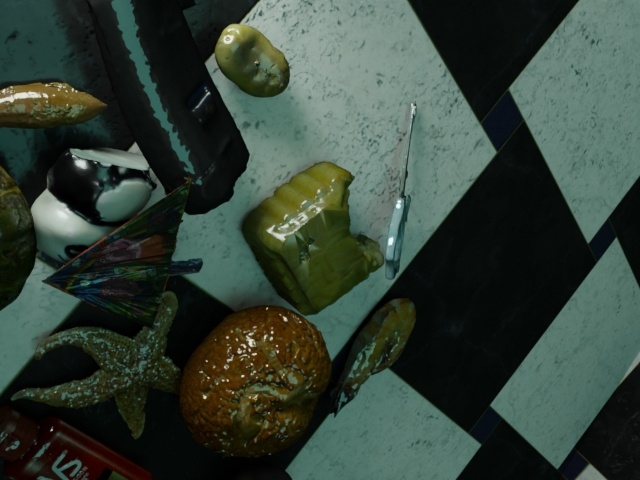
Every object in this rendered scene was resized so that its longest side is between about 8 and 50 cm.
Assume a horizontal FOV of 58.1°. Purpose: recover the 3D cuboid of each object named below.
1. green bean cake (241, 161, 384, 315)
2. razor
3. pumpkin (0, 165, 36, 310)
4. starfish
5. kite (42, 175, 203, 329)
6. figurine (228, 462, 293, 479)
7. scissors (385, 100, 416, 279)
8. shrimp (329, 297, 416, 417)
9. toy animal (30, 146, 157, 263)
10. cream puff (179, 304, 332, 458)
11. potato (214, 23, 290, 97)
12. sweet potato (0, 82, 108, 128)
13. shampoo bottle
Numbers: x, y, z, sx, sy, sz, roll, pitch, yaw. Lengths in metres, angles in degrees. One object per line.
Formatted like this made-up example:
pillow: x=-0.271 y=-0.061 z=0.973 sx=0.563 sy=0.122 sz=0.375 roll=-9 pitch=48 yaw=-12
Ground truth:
green bean cake: x=0.000 y=0.000 z=1.082 sx=0.233 sy=0.124 sz=0.236 roll=-38 pitch=126 yaw=-15
razor: x=-0.209 y=-0.208 z=0.823 sx=0.189 sy=0.107 sz=0.327 roll=-71 pitch=149 yaw=-51
pumpkin: x=-0.477 y=-0.003 z=0.687 sx=0.260 sy=0.189 sz=0.260 roll=-4 pitch=109 yaw=-13
starfish: x=-0.335 y=0.238 z=0.998 sx=0.299 sy=0.060 sz=0.302 roll=-38 pitch=127 yaw=-18
kite: x=-0.280 y=0.037 z=0.840 sx=0.234 sy=0.016 sz=0.321 roll=-5 pitch=135 yaw=-33
figurine: x=-0.191 y=0.613 z=1.167 sx=0.365 sy=0.206 sz=0.218 roll=-35 pitch=112 yaw=-15
scissors: x=0.171 y=-0.103 z=1.175 sx=0.191 sy=0.029 sz=0.360 roll=-12 pitch=111 yaw=-76
shrimp: x=0.125 y=0.272 z=1.329 sx=0.164 sy=0.062 sz=0.317 roll=38 pitch=84 yaw=-42
toy animal: x=-0.324 y=-0.047 z=0.829 sx=0.179 sy=0.138 sz=0.166 roll=-60 pitch=156 yaw=12
cream puff: x=-0.106 y=0.269 z=1.062 sx=0.303 sy=0.212 sz=0.303 roll=-20 pitch=124 yaw=-33
potato: x=-0.109 y=-0.284 z=0.918 sx=0.138 sy=0.070 sz=0.091 roll=35 pitch=94 yaw=-37
sweet potato: x=-0.397 y=-0.181 z=0.777 sx=0.206 sy=0.060 sz=0.068 roll=-12 pitch=79 yaw=-29
shampoo bottle: x=-0.429 y=0.385 z=0.985 sx=0.118 sy=0.076 sz=0.314 roll=-42 pitch=128 yaw=-7
